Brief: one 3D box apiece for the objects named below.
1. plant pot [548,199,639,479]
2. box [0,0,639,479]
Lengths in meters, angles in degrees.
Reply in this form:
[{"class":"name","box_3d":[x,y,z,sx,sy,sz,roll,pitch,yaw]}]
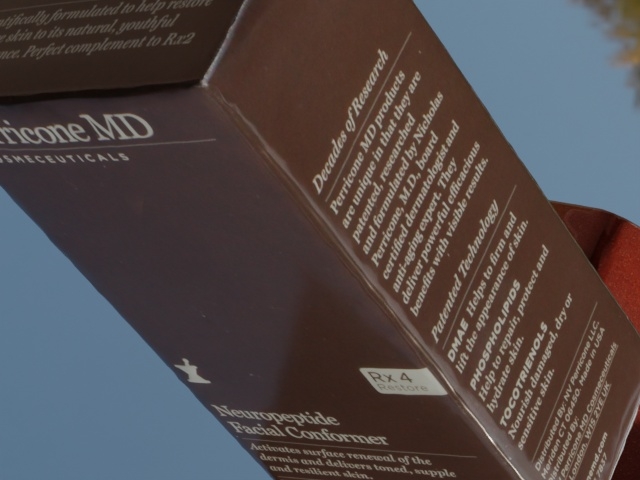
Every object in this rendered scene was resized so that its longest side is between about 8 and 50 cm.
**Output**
[{"class":"plant pot","box_3d":[0.180,0.128,1.433,0.267,0.236,0.267,29,173,-27]},{"class":"box","box_3d":[0.000,0.000,1.009,0.191,0.381,0.143,0,-130,40]}]
